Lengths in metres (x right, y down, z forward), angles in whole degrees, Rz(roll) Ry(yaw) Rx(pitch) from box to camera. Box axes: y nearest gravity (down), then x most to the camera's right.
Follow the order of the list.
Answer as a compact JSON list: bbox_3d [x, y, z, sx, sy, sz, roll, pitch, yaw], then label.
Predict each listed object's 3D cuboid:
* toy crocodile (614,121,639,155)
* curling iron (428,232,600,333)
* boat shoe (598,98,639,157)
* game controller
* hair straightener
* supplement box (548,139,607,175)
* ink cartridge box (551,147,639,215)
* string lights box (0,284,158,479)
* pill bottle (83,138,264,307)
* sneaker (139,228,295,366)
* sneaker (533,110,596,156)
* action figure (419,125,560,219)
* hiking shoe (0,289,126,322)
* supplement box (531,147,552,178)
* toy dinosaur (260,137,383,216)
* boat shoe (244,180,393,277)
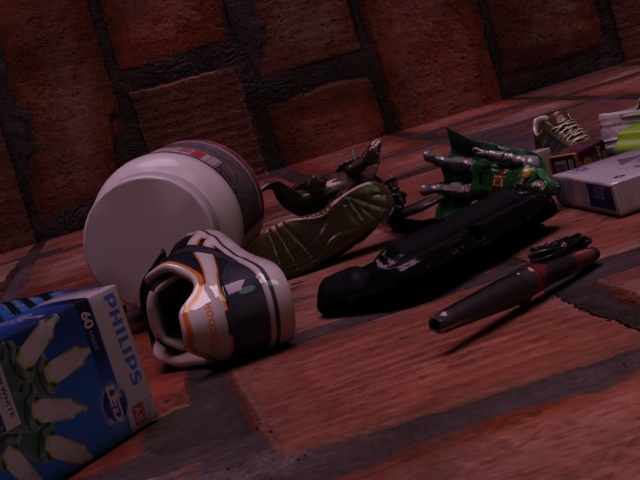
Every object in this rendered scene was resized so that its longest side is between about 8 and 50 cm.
[{"bbox_3d":[0.550,-0.178,1.879,0.341,0.105,0.115,-25,11,-25],"label":"toy crocodile"},{"bbox_3d":[0.181,0.044,1.272,0.068,0.035,0.274,-16,6,39],"label":"curling iron"},{"bbox_3d":[0.513,-0.190,2.078,0.226,0.075,0.083,-22,10,-35],"label":"boat shoe"},{"bbox_3d":[0.135,0.013,1.557,0.319,0.067,0.166,-24,-4,-46],"label":"game controller"},{"bbox_3d":[0.121,-0.054,1.889,0.047,0.089,0.230,-27,10,-9],"label":"hair straightener"},{"bbox_3d":[0.351,-0.099,1.853,0.043,0.055,0.083,-8,12,42],"label":"supplement box"},{"bbox_3d":[0.421,-0.089,1.667,0.224,0.045,0.223,-17,7,-7],"label":"ink cartridge box"},{"bbox_3d":[-0.257,0.139,1.148,0.077,0.133,0.260,-12,9,32],"label":"string lights box"},{"bbox_3d":[-0.200,-0.025,1.898,0.210,0.210,0.363,-16,7,7],"label":"pill bottle"},{"bbox_3d":[-0.142,0.060,1.502,0.128,0.126,0.321,-13,8,-21],"label":"sneaker"},{"bbox_3d":[0.370,-0.154,2.084,0.064,0.086,0.192,-18,8,-11],"label":"sneaker"},{"bbox_3d":[0.226,-0.079,1.803,0.064,0.137,0.232,-1,6,-38],"label":"action figure"},{"bbox_3d":[-0.346,0.108,1.636,0.132,0.113,0.304,-15,8,15],"label":"hiking shoe"},{"bbox_3d":[0.274,-0.084,1.883,0.098,0.062,0.036,-18,6,-13],"label":"supplement box"},{"bbox_3d":[0.017,-0.080,2.326,0.314,0.121,0.160,-26,-1,-30],"label":"toy dinosaur"},{"bbox_3d":[0.000,-0.001,1.862,0.224,0.080,0.073,-30,-21,-4],"label":"boat shoe"}]
